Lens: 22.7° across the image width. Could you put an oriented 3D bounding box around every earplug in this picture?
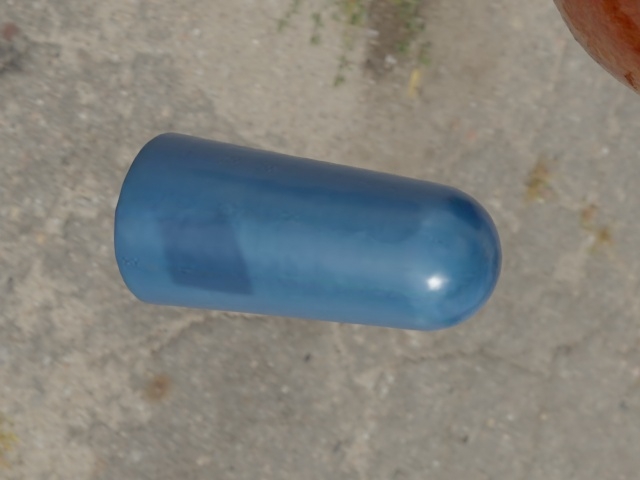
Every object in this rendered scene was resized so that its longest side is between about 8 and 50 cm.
[{"bbox_3d":[0.000,0.000,1.160,0.132,0.273,0.132,8,90,-66],"label":"earplug"}]

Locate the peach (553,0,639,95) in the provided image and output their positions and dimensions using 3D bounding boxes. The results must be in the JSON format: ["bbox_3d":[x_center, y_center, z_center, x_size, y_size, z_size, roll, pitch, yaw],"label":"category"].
[{"bbox_3d":[0.268,-0.220,1.160,0.232,0.256,0.232,-11,132,-13],"label":"peach"}]
